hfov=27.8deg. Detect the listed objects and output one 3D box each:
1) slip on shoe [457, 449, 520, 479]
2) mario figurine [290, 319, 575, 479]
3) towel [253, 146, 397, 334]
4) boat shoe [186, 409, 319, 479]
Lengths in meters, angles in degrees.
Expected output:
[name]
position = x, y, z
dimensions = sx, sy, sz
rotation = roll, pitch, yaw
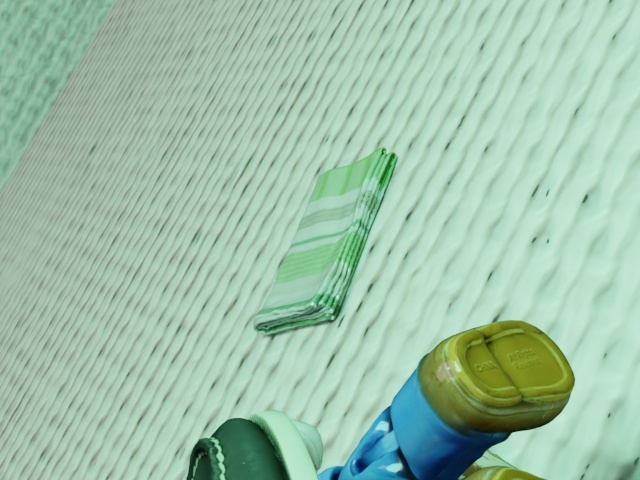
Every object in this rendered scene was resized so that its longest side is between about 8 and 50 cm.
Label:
[slip on shoe]
position = 0.088, 0.132, 0.674
dimensions = 0.135, 0.041, 0.051
rotation = 21, 110, 52
[mario figurine]
position = 0.026, 0.171, 0.659
dimensions = 0.320, 0.170, 0.198
rotation = -43, 10, 40
[towel]
position = 0.000, 0.000, 1.031
dimensions = 0.113, 0.023, 0.152
rotation = -18, 45, 55
[boat shoe]
position = -0.052, 0.220, 0.469
dimensions = 0.127, 0.113, 0.340
rotation = 118, 152, -60
